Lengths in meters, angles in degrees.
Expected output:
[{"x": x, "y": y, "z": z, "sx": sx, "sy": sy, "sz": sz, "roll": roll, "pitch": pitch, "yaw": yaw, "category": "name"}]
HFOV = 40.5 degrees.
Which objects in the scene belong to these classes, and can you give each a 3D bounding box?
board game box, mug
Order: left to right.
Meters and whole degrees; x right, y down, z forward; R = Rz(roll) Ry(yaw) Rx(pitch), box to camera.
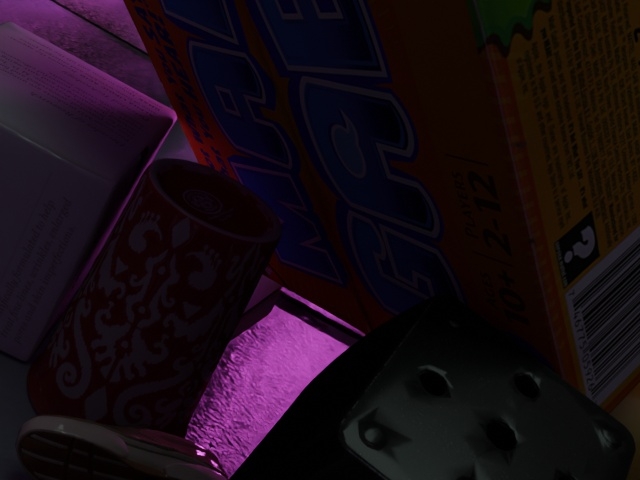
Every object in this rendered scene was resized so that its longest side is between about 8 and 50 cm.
[{"x": -0.106, "y": 0.033, "z": 0.570, "sx": 0.113, "sy": 0.169, "sz": 0.150, "roll": 21, "pitch": 23, "yaw": -21, "category": "mug"}, {"x": 0.113, "y": -0.166, "z": 0.590, "sx": 0.356, "sy": 0.357, "sz": 0.356, "roll": -37, "pitch": 35, "yaw": -22, "category": "board game box"}]

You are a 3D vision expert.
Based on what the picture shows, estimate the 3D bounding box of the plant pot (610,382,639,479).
[{"x": 0.245, "y": 0.147, "z": 0.616, "sx": 0.238, "sy": 0.254, "sz": 0.254, "roll": 20, "pitch": 18, "yaw": 14, "category": "plant pot"}]

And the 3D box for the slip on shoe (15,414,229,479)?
[{"x": -0.113, "y": 0.128, "z": 0.511, "sx": 0.135, "sy": 0.051, "sz": 0.041, "roll": 24, "pitch": 27, "yaw": -26, "category": "slip on shoe"}]

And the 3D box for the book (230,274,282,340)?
[{"x": -0.105, "y": 0.046, "z": 0.741, "sx": 0.096, "sy": 0.035, "sz": 0.144, "roll": 31, "pitch": 22, "yaw": 11, "category": "book"}]

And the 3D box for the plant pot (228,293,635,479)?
[{"x": 0.052, "y": 0.142, "z": 0.457, "sx": 0.188, "sy": 0.167, "sz": 0.187, "roll": 37, "pitch": 41, "yaw": 9, "category": "plant pot"}]

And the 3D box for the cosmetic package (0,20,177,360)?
[{"x": -0.217, "y": -0.044, "z": 0.620, "sx": 0.151, "sy": 0.151, "sz": 0.184, "roll": 28, "pitch": 22, "yaw": -8, "category": "cosmetic package"}]
